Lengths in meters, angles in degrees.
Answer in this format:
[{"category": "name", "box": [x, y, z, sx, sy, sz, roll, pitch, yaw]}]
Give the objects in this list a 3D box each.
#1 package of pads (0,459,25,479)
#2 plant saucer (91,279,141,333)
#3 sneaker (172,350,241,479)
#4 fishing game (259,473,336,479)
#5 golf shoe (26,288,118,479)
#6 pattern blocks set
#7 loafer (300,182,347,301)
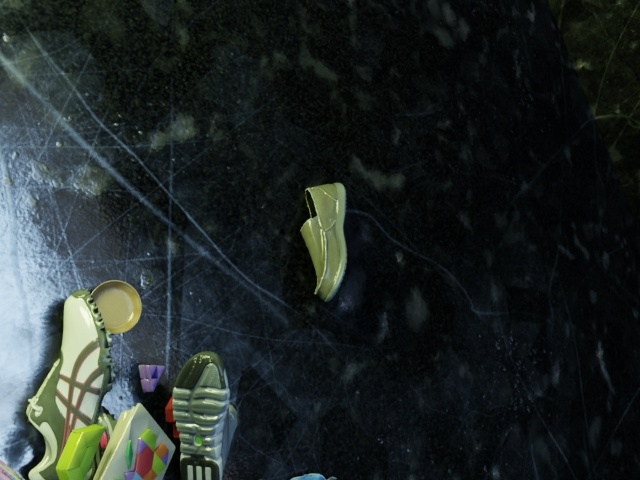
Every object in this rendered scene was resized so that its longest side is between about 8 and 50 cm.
[{"category": "package of pads", "box": [-0.416, 0.328, 0.802, 0.050, 0.032, 0.083, -41, 107, -3]}, {"category": "plant saucer", "box": [-0.322, 0.104, 0.956, 0.083, 0.015, 0.083, 11, 72, -36]}, {"category": "sneaker", "box": [-0.170, 0.262, 0.962, 0.132, 0.086, 0.229, -49, 146, -73]}, {"category": "fishing game", "box": [-0.013, 0.508, 1.078, 0.264, 0.041, 0.189, 32, 63, -28]}, {"category": "golf shoe", "box": [-0.347, 0.204, 0.852, 0.120, 0.105, 0.273, -4, 83, -26]}, {"category": "pattern blocks set", "box": [-0.260, 0.331, 0.837, 0.285, 0.026, 0.325, 61, 36, -56]}, {"category": "loafer", "box": [0.000, 0.000, 1.204, 0.087, 0.094, 0.251, 7, 62, -12]}]
